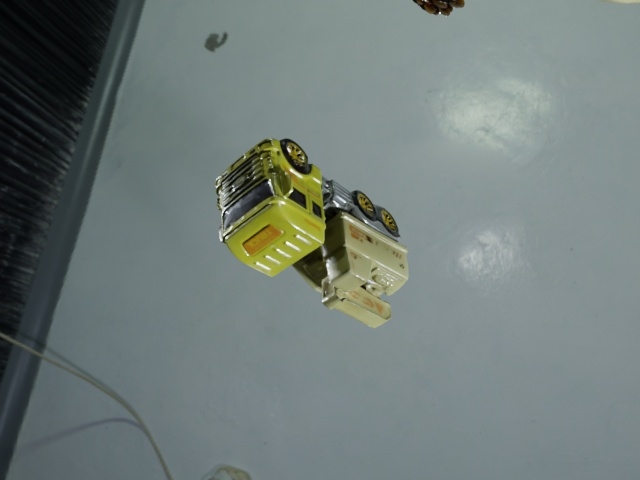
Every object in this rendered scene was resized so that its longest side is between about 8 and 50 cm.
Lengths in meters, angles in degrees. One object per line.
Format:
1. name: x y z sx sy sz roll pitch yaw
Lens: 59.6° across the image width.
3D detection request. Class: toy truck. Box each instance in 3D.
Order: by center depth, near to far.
1. toy truck: 0.000 0.000 1.046 0.180 0.405 0.254 -35 44 27

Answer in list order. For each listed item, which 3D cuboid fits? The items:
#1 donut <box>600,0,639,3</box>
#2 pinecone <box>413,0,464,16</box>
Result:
1. donut: 0.577 -0.607 1.072 0.371 0.150 0.307 -8 77 -13
2. pinecone: 0.314 -0.681 1.414 0.179 0.204 0.184 32 44 -3
